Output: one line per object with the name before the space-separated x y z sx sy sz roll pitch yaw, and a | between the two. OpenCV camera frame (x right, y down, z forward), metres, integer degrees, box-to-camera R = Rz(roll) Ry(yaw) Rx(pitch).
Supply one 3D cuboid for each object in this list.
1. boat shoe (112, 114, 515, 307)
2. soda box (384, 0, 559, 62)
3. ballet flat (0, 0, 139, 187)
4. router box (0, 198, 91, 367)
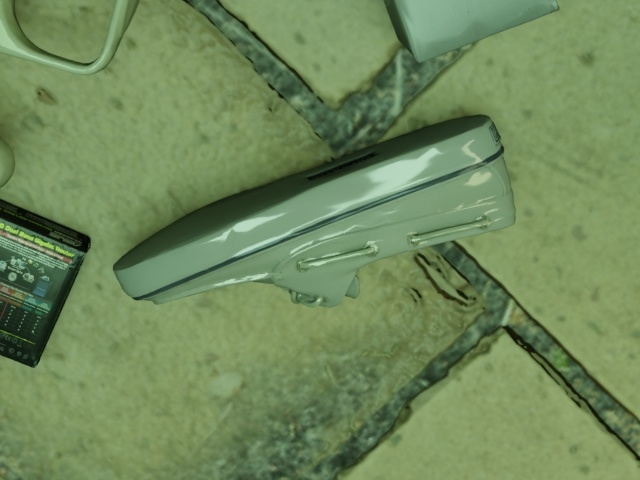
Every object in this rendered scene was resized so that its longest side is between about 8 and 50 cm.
boat shoe | 0.000 0.000 0.987 0.268 0.096 0.088 -21 103 -6
soda box | 0.050 -0.260 0.905 0.098 0.091 0.286 -21 108 1
ballet flat | -0.216 -0.138 0.893 0.182 0.164 0.483 36 98 -16
router box | -0.228 0.019 1.001 0.122 0.038 0.092 24 105 -11
